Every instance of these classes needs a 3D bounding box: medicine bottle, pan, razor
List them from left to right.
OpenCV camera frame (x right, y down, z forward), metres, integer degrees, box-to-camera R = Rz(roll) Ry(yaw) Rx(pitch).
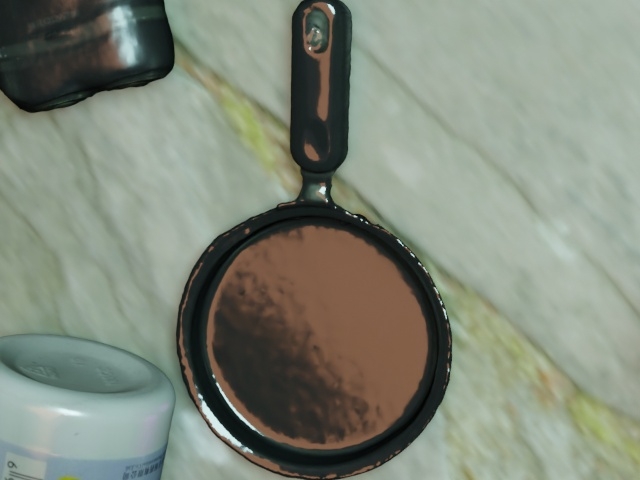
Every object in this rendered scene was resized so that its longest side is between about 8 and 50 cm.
[{"bbox_3d":[-0.136,0.147,0.934,0.103,0.103,0.186,15,103,11],"label":"medicine bottle"},{"bbox_3d":[-0.125,-0.138,0.901,0.090,0.054,0.148,-14,96,16],"label":"razor"},{"bbox_3d":[0.000,0.000,0.910,0.136,0.028,0.235,6,105,12],"label":"pan"}]
